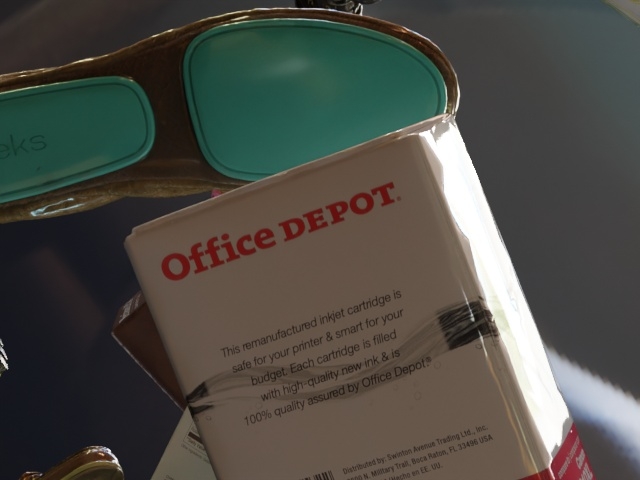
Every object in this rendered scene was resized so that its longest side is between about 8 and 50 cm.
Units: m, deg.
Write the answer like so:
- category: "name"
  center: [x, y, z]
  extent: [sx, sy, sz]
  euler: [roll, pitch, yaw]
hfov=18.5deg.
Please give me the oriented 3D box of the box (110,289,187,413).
- category: "box"
  center: [-0.104, 0.084, 2.218]
  extent: [0.167, 0.203, 0.168]
  euler: [48, 3, -8]

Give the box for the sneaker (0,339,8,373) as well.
- category: "sneaker"
  center: [-0.315, 0.034, 1.320]
  extent: [0.134, 0.146, 0.343]
  euler: [50, 4, -24]

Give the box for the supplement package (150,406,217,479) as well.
- category: "supplement package"
  center: [-0.012, 0.225, 1.553]
  extent: [0.198, 0.262, 0.199]
  euler: [29, 6, 22]

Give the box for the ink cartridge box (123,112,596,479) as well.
- category: "ink cartridge box"
  center: [0.025, 0.071, 1.034]
  extent: [0.237, 0.172, 0.100]
  euler: [69, 19, -4]

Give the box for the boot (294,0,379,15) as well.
- category: "boot"
  center: [0.030, -0.254, 2.149]
  extent: [0.263, 0.091, 0.229]
  euler: [-126, -163, -50]

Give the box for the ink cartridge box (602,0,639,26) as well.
- category: "ink cartridge box"
  center: [0.269, -0.227, 1.598]
  extent: [0.171, 0.056, 0.235]
  euler: [31, 0, -24]

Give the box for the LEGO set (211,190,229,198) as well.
- category: "LEGO set"
  center: [-0.055, -0.018, 1.988]
  extent: [0.287, 0.132, 0.107]
  euler: [-158, -118, -73]

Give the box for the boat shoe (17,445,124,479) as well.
- category: "boat shoe"
  center: [-0.217, 0.204, 1.505]
  extent: [0.064, 0.178, 0.060]
  euler: [15, 44, -39]

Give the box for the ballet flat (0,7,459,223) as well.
- category: "ballet flat"
  center: [-0.085, -0.076, 1.237]
  extent: [0.124, 0.342, 0.116]
  euler: [-60, 138, -85]
